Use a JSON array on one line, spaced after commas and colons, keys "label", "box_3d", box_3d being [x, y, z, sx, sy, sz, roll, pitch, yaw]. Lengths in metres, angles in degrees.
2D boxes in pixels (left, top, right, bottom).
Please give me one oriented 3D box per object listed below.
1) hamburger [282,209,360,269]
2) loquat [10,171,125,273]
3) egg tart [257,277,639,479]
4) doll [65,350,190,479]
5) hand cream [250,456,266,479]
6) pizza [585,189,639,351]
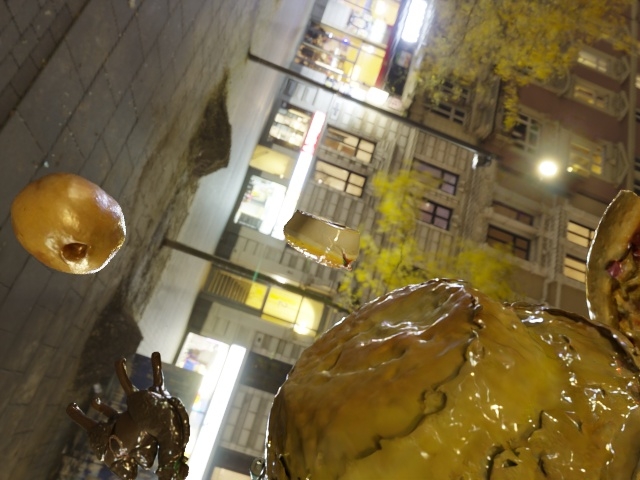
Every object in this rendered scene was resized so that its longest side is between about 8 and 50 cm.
[{"label": "hamburger", "box_3d": [0.000, 0.000, 1.505, 0.295, 0.227, 0.151, 33, -78, 62]}, {"label": "loquat", "box_3d": [-0.529, -0.035, 0.982, 0.193, 0.238, 0.238, -44, -168, 9]}, {"label": "egg tart", "box_3d": [0.086, 0.174, 0.471, 0.443, 0.178, 0.443, -32, -172, 5]}, {"label": "doll", "box_3d": [-0.214, 0.223, 0.550, 0.139, 0.165, 0.057, -43, 155, 10]}, {"label": "hand cream", "box_3d": [-0.146, 0.611, 1.154, 0.083, 0.048, 0.224, -88, 180, -57]}, {"label": "pizza", "box_3d": [0.483, 0.071, 0.615, 0.081, 0.229, 0.289, 0, 89, -65]}]
